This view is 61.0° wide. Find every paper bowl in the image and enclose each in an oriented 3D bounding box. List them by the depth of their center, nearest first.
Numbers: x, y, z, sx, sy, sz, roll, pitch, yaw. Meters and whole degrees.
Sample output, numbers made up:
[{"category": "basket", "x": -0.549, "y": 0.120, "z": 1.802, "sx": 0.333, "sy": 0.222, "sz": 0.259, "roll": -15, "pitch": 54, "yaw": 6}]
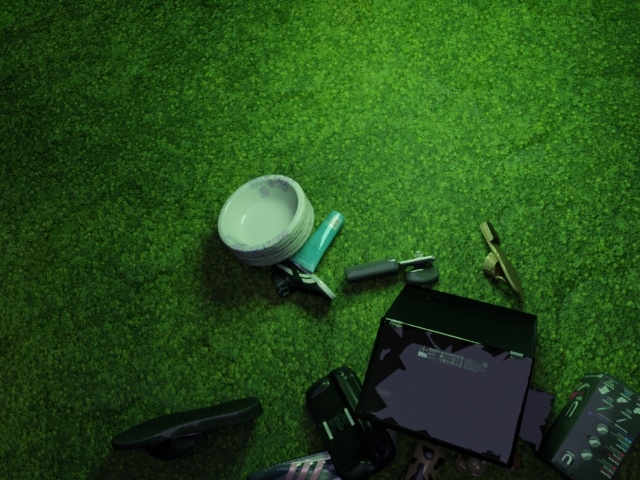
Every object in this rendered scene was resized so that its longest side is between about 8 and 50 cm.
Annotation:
[{"category": "paper bowl", "x": -0.156, "y": -0.050, "z": 1.655, "sx": 0.284, "sy": 0.148, "sz": 0.284, "roll": -12, "pitch": 54, "yaw": 17}]

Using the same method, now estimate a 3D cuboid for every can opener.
[{"category": "can opener", "x": 0.213, "y": 0.093, "z": 1.627, "sx": 0.280, "sy": 0.074, "sz": 0.093, "roll": -8, "pitch": 72, "yaw": 6}]

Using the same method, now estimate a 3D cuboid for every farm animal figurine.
[{"category": "farm animal figurine", "x": 0.268, "y": 0.659, "z": 1.405, "sx": 0.330, "sy": 0.172, "sz": 0.326, "roll": 7, "pitch": 74, "yaw": 10}]

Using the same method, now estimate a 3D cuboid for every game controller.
[{"category": "game controller", "x": 0.072, "y": 0.494, "z": 1.482, "sx": 0.166, "sy": 0.067, "sz": 0.319, "roll": -39, "pitch": 44, "yaw": 6}]

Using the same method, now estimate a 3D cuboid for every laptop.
[{"category": "laptop", "x": 0.346, "y": 0.323, "z": 1.435, "sx": 0.382, "sy": 0.236, "sz": 0.407, "roll": 13, "pitch": 76, "yaw": 20}]

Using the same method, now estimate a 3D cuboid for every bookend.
[{"category": "bookend", "x": 0.532, "y": 0.466, "z": 1.478, "sx": 0.156, "sy": 0.072, "sz": 0.157, "roll": 18, "pitch": 78, "yaw": 13}]

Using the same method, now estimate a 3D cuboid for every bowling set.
[{"category": "bowling set", "x": 0.402, "y": 0.507, "z": 1.375, "sx": 0.154, "sy": 0.200, "sz": 0.287, "roll": -19, "pitch": 100, "yaw": 4}]

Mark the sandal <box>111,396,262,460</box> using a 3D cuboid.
[{"category": "sandal", "x": -0.379, "y": 0.552, "z": 1.540, "sx": 0.446, "sy": 0.167, "sz": 0.107, "roll": -13, "pitch": 90, "yaw": 4}]

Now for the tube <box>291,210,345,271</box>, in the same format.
[{"category": "tube", "x": 0.000, "y": 0.000, "z": 1.668, "sx": 0.080, "sy": 0.052, "sz": 0.207, "roll": 26, "pitch": 65, "yaw": 24}]

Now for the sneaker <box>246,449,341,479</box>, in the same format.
[{"category": "sneaker", "x": -0.044, "y": 0.658, "z": 1.483, "sx": 0.319, "sy": 0.112, "sz": 0.131, "roll": -15, "pitch": 70, "yaw": 5}]

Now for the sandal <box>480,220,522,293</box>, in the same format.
[{"category": "sandal", "x": 0.511, "y": 0.063, "z": 1.608, "sx": 0.079, "sy": 0.088, "sz": 0.240, "roll": -33, "pitch": 62, "yaw": 31}]

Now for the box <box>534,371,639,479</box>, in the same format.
[{"category": "box", "x": 0.701, "y": 0.491, "z": 1.399, "sx": 0.143, "sy": 0.165, "sz": 0.270, "roll": 34, "pitch": 81, "yaw": 15}]

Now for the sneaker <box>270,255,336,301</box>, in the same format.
[{"category": "sneaker", "x": -0.062, "y": 0.145, "z": 1.655, "sx": 0.217, "sy": 0.079, "sz": 0.121, "roll": 39, "pitch": 86, "yaw": 24}]
